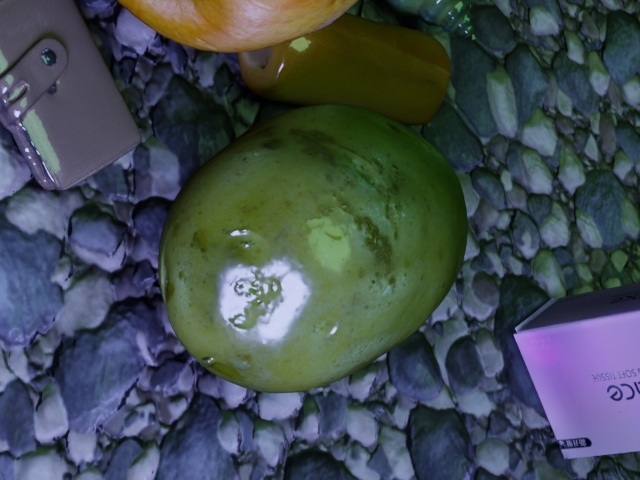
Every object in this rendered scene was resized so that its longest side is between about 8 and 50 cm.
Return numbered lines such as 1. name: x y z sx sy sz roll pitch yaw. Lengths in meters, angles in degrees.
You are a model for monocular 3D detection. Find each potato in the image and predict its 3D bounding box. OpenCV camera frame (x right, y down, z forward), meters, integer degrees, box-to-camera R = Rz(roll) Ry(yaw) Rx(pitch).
1. potato: 0.002 0.002 1.246 0.304 0.216 0.216 -18 93 -43

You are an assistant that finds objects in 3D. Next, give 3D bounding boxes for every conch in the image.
1. conch: 0.087 -0.276 1.501 0.095 0.079 0.201 -12 79 -65

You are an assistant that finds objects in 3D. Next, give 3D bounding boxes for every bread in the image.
1. bread: 0.030 -0.163 1.409 0.239 0.074 0.093 5 71 -45

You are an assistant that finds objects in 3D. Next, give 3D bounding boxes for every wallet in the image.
1. wallet: -0.204 -0.121 1.187 0.118 0.039 0.153 -39 109 -45

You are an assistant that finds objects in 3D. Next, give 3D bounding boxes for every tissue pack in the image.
1. tissue pack: 0.324 0.117 1.509 0.092 0.246 0.148 -31 101 -43

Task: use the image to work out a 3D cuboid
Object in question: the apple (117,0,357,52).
1. apple: -0.070 -0.282 1.203 0.233 0.286 0.286 -50 115 -33
